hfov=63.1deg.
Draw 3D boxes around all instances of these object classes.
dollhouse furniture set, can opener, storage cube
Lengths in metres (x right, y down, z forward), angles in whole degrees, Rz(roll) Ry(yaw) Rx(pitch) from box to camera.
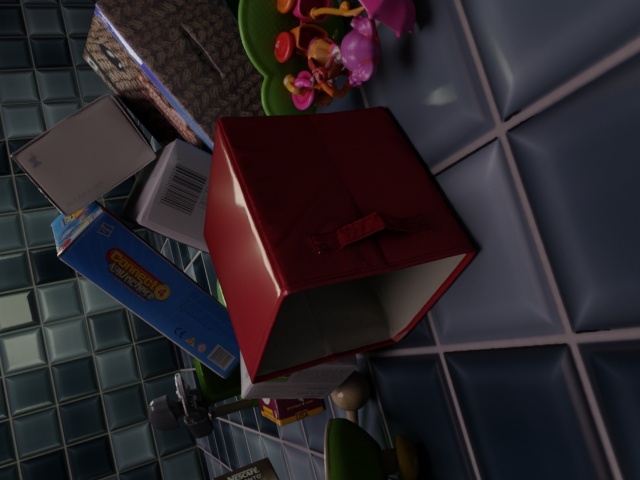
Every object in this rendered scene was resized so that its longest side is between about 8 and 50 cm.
[{"bbox_3d":[-0.214,0.200,1.101,0.301,0.152,0.197,66,153,25],"label":"dollhouse furniture set"},{"bbox_3d":[-0.269,0.332,1.005,0.283,0.095,0.075,101,149,-59],"label":"can opener"},{"bbox_3d":[0.000,0.000,0.525,0.215,0.184,0.193,111,141,-51],"label":"storage cube"}]

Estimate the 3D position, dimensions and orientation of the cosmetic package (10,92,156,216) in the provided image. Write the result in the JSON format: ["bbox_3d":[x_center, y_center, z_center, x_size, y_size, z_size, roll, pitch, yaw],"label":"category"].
[{"bbox_3d":[-0.372,-0.153,0.855,0.113,0.160,0.309,57,172,-23],"label":"cosmetic package"}]

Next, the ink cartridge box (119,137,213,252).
[{"bbox_3d":[-0.170,-0.038,0.874,0.309,0.272,0.129,9,75,63],"label":"ink cartridge box"}]

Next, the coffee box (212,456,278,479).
[{"bbox_3d":[-0.133,0.619,1.129,0.246,0.141,0.098,44,139,50],"label":"coffee box"}]

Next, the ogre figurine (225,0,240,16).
[{"bbox_3d":[-0.187,-0.389,0.866,0.197,0.097,0.118,55,137,-1],"label":"ogre figurine"}]

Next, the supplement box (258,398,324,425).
[{"bbox_3d":[-0.067,0.200,0.875,0.104,0.081,0.188,-20,83,65],"label":"supplement box"}]

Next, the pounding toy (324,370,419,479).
[{"bbox_3d":[0.076,0.279,0.617,0.236,0.110,0.182,-86,-16,-65],"label":"pounding toy"}]

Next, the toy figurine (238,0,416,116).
[{"bbox_3d":[0.015,-0.191,0.490,0.159,0.130,0.173,16,104,53],"label":"toy figurine"}]

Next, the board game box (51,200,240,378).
[{"bbox_3d":[-0.285,0.063,0.868,0.308,0.086,0.302,46,167,-28],"label":"board game box"}]

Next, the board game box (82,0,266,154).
[{"bbox_3d":[-0.218,-0.257,0.799,0.232,0.141,0.291,51,163,-22],"label":"board game box"}]

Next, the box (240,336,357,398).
[{"bbox_3d":[-0.038,0.084,0.657,0.103,0.114,0.203,121,148,-47],"label":"box"}]
